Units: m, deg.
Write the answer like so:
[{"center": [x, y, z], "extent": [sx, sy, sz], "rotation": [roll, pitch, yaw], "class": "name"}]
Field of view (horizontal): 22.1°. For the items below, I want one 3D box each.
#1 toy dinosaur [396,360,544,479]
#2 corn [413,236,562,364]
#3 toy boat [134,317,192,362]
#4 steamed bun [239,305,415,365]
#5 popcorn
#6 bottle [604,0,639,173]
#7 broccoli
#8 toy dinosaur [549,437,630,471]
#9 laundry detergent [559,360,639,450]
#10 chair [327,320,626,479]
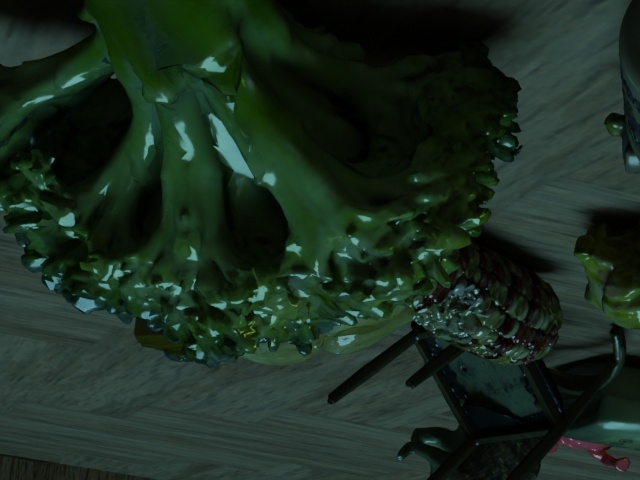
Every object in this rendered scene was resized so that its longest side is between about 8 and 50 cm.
[{"center": [0.174, 0.232, 1.826], "extent": [0.162, 0.294, 0.077], "rotation": [9, 142, 12], "class": "toy dinosaur"}, {"center": [0.110, 0.038, 1.450], "extent": [0.098, 0.098, 0.290], "rotation": [-7, 158, 40], "class": "corn"}, {"center": [-0.082, 0.069, 1.647], "extent": [0.115, 0.089, 0.310], "rotation": [9, 164, -33], "class": "toy boat"}, {"center": [0.000, 0.000, 1.225], "extent": [0.192, 0.177, 0.106], "rotation": [10, 161, -25], "class": "steamed bun"}, {"center": [0.263, 0.022, 1.361], "extent": [0.097, 0.089, 0.109], "rotation": [-25, -176, -19], "class": "popcorn"}, {"center": [0.224, -0.081, 0.988], "extent": [0.110, 0.097, 0.209], "rotation": [3, 163, 13], "class": "bottle"}, {"center": [-0.035, -0.089, 0.962], "extent": [0.353, 0.274, 0.397], "rotation": [-4, 150, -29], "class": "broccoli"}, {"center": [0.289, 0.230, 2.130], "extent": [0.286, 0.070, 0.139], "rotation": [15, -176, -19], "class": "toy dinosaur"}, {"center": [0.402, 0.208, 1.912], "extent": [0.253, 0.091, 0.181], "rotation": [13, 164, -22], "class": "laundry detergent"}, {"center": [0.173, 0.147, 1.711], "extent": [0.272, 0.166, 0.188], "rotation": [-34, -173, -33], "class": "chair"}]
